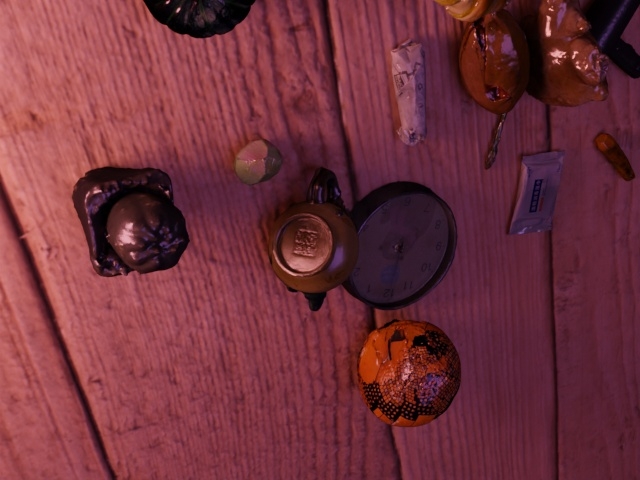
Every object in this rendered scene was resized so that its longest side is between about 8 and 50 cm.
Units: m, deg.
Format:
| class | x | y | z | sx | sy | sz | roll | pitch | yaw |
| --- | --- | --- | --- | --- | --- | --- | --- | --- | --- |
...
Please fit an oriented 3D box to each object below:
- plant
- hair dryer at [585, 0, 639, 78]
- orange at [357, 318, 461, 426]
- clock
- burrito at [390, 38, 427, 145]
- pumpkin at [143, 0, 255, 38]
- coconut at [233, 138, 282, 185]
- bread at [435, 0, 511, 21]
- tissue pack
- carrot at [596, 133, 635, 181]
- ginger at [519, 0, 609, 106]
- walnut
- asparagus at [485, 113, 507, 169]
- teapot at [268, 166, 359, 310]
| class | x | y | z | sx | sy | sz | roll | pitch | yaw |
| --- | --- | --- | --- | --- | --- | --- | --- | --- | --- |
| plant | -0.306 | -0.034 | 1.418 | 0.142 | 0.256 | 0.164 | -17 | 118 | -31 |
| hair dryer | 0.633 | -0.421 | 1.925 | 0.251 | 0.089 | 0.197 | 26 | 96 | -47 |
| orange | 0.185 | 0.278 | 1.887 | 0.182 | 0.234 | 0.234 | 31 | 95 | -41 |
| clock | 0.160 | 0.016 | 1.854 | 0.281 | 0.055 | 0.280 | -13 | 119 | -26 |
| burrito | 0.170 | -0.278 | 1.714 | 0.064 | 0.064 | 0.203 | -19 | 119 | -23 |
| pumpkin | -0.187 | -0.404 | 1.374 | 0.194 | 0.150 | 0.194 | -7 | 108 | -20 |
| coconut | -0.109 | -0.141 | 1.599 | 0.082 | 0.081 | 0.083 | 5 | 111 | 11 |
| bread | 0.235 | -0.434 | 1.340 | 0.213 | 0.105 | 0.213 | -13 | 117 | -27 |
| tissue pack | 0.482 | -0.105 | 2.009 | 0.123 | 0.026 | 0.193 | -9 | 117 | -27 |
| carrot | 0.686 | -0.189 | 2.086 | 0.042 | 0.042 | 0.171 | -50 | 130 | -1 |
| ginger | 0.470 | -0.381 | 1.748 | 0.123 | 0.219 | 0.270 | -34 | 134 | -14 |
| walnut | 0.337 | -0.349 | 1.742 | 0.137 | 0.137 | 0.245 | -26 | 127 | -18 |
| asparagus | 0.380 | -0.256 | 1.877 | 0.022 | 0.023 | 0.232 | 17 | 108 | 10 |
| teapot | 0.000 | 0.000 | 1.700 | 0.182 | 0.173 | 0.269 | 13 | 84 | -69 |
